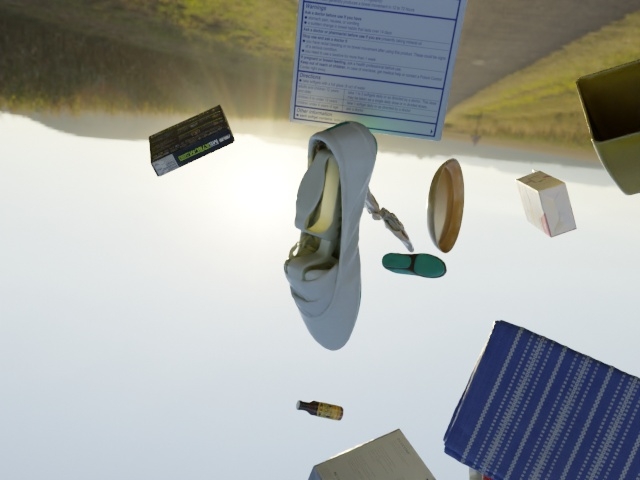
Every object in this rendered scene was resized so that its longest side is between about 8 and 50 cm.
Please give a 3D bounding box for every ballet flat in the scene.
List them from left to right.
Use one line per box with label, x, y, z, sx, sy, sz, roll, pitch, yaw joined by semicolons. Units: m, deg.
ballet flat;0.000;0.000;1.147;0.139;0.400;0.139;7;-165;-2
ballet flat;0.328;0.084;2.345;0.247;0.083;0.087;8;170;34

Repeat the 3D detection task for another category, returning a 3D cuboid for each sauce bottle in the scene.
sauce bottle;-0.002;0.447;1.823;0.128;0.042;0.042;14;-173;-21

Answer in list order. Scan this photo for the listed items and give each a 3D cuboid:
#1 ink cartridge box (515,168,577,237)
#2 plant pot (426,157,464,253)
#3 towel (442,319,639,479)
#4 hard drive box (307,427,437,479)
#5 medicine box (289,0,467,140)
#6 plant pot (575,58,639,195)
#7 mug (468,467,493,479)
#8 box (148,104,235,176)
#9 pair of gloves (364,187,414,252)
ink cartridge box;0.516;-0.091;1.610;0.067;0.115;0.198;-19;-165;3
plant pot;0.308;-0.086;1.713;0.032;0.236;0.236;5;-171;28
towel;0.381;0.295;1.076;0.336;0.243;0.040;23;-179;25
hard drive box;0.116;0.523;1.440;0.232;0.089;0.181;-13;-132;-31
medicine box;0.096;-0.338;1.166;0.263;0.289;0.149;8;-152;3
plant pot;0.632;-0.212;1.332;0.212;0.187;0.212;-14;-137;21
mug;0.405;0.484;1.415;0.169;0.150;0.113;0;-131;-3
box;-0.296;-0.230;1.569;0.190;0.045;0.184;-25;-152;-2
pair of gloves;0.172;-0.072;1.952;0.240;0.042;0.204;50;179;24
